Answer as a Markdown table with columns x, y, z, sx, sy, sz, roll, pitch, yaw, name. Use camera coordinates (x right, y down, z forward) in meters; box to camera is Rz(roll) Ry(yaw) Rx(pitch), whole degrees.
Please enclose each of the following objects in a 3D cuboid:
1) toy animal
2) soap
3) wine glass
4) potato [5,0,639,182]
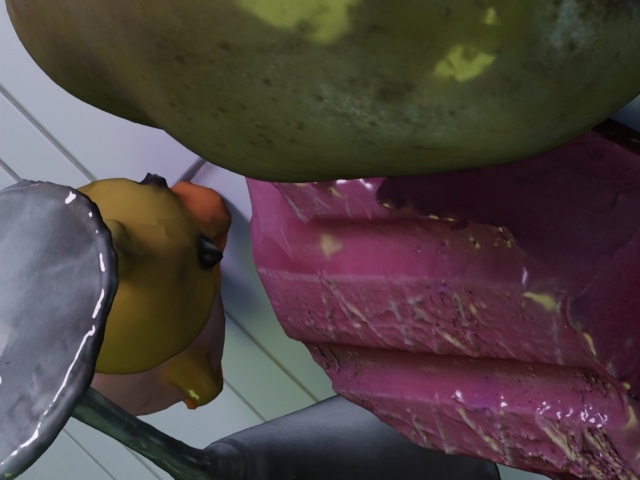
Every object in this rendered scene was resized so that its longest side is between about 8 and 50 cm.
| x | y | z | sx | sy | sz | roll | pitch | yaw | name |
| --- | --- | --- | --- | --- | --- | --- | --- | --- | --- |
| -0.148 | 0.041 | 1.331 | 0.195 | 0.169 | 0.281 | 48 | 158 | 12 | toy animal |
| 0.085 | 0.019 | 0.986 | 0.325 | 0.127 | 0.220 | 4 | 128 | 55 | soap |
| -0.088 | 0.145 | 1.141 | 0.267 | 0.267 | 0.406 | 18 | 167 | 42 | wine glass |
| 0.004 | -0.140 | 0.751 | 0.243 | 0.221 | 0.326 | 45 | 156 | -27 | potato |
